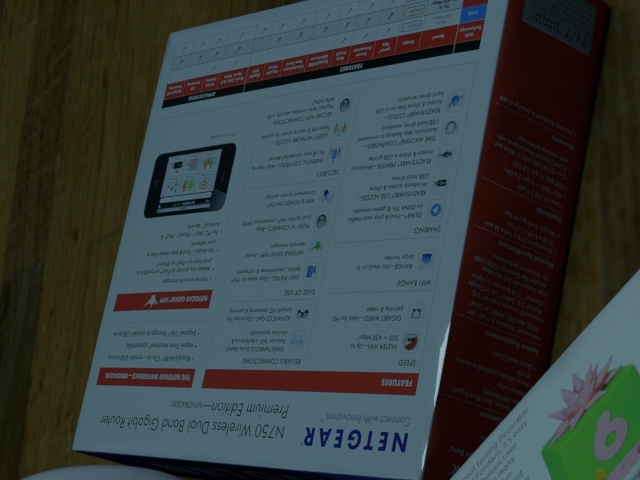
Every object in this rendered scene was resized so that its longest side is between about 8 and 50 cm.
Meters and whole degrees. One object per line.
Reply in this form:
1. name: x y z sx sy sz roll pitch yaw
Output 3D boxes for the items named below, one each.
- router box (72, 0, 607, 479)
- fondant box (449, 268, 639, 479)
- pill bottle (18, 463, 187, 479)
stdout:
1. router box: 0.000 0.000 1.032 0.335 0.082 0.301 -3 71 49
2. fondant box: 0.174 0.140 0.668 0.238 0.096 0.330 -51 23 20
3. pill bottle: -0.129 0.303 0.895 0.188 0.188 0.334 -35 33 35
